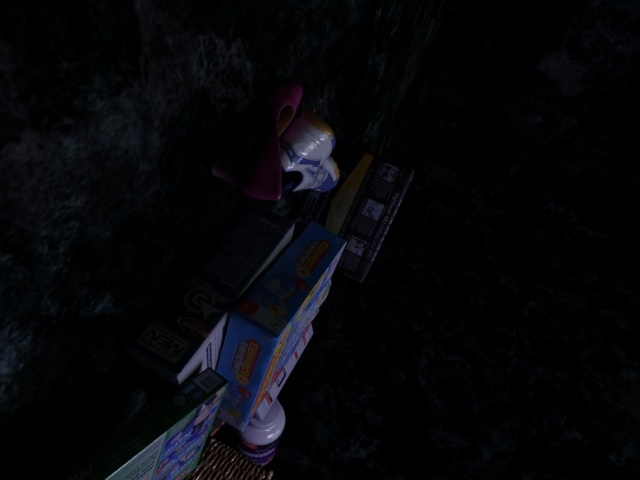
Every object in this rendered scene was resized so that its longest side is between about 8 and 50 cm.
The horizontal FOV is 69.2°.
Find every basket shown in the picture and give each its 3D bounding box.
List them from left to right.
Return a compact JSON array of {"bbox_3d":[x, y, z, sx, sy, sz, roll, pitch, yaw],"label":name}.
[{"bbox_3d":[-0.308,0.783,1.345,0.299,0.223,0.213,-55,165,-46],"label":"basket"}]

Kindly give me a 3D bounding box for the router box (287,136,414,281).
[{"bbox_3d":[0.065,-0.084,1.185,0.308,0.243,0.081,-65,169,7],"label":"router box"}]

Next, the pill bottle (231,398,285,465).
[{"bbox_3d":[-0.229,0.689,1.703,0.181,0.181,0.323,-54,164,-44],"label":"pill bottle"}]

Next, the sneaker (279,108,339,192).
[{"bbox_3d":[-0.042,-0.155,0.964,0.131,0.112,0.296,-45,165,-6],"label":"sneaker"}]

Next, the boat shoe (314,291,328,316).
[{"bbox_3d":[-0.052,0.249,1.744,0.301,0.108,0.102,-63,169,4],"label":"boat shoe"}]

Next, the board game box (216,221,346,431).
[{"bbox_3d":[-0.085,0.165,0.915,0.302,0.086,0.308,-52,167,-50],"label":"board game box"}]

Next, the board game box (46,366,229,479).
[{"bbox_3d":[-0.268,0.332,0.630,0.317,0.046,0.213,-26,145,-59],"label":"board game box"}]

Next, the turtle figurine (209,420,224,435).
[{"bbox_3d":[-0.231,0.425,1.340,0.269,0.087,0.217,-68,155,-14],"label":"turtle figurine"}]

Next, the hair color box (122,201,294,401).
[{"bbox_3d":[-0.181,0.108,0.824,0.347,0.105,0.174,-56,168,-39],"label":"hair color box"}]

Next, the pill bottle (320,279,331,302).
[{"bbox_3d":[-0.057,0.194,1.567,0.208,0.118,0.117,-56,166,-38],"label":"pill bottle"}]

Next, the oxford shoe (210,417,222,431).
[{"bbox_3d":[-0.299,0.403,1.061,0.227,0.083,0.096,15,78,-77],"label":"oxford shoe"}]

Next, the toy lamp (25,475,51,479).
[{"bbox_3d":[-0.376,0.418,0.684,0.080,0.080,0.274,-56,167,-36],"label":"toy lamp"}]

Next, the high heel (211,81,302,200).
[{"bbox_3d":[-0.061,-0.164,0.743,0.244,0.117,0.082,-56,166,-36],"label":"high heel"}]

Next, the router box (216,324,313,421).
[{"bbox_3d":[-0.141,0.263,1.215,0.301,0.082,0.335,-57,152,-35],"label":"router box"}]
